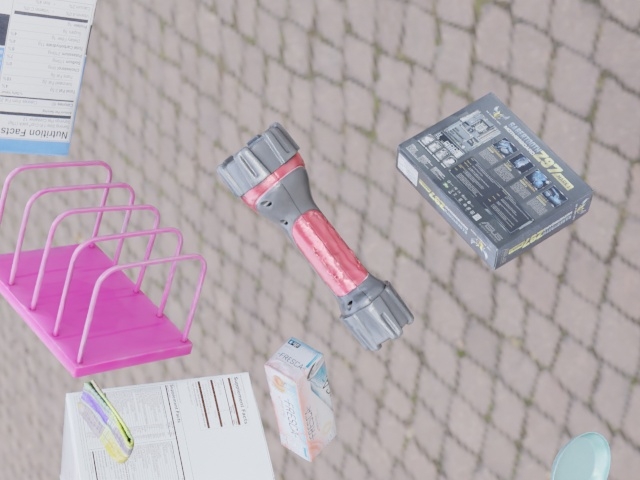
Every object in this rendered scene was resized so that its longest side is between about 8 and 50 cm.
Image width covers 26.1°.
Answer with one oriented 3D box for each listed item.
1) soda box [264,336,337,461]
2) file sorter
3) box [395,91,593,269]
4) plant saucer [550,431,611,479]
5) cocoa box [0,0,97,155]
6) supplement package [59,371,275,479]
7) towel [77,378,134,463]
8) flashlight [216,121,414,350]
[{"bbox_3d":[-0.025,0.219,1.885,0.058,0.063,0.183,27,145,29],"label":"soda box"},{"bbox_3d":[-0.328,0.029,2.016,0.290,0.202,0.182,40,124,37],"label":"file sorter"},{"bbox_3d":[0.249,-0.090,1.995,0.233,0.183,0.059,48,158,27],"label":"box"},{"bbox_3d":[0.359,0.321,1.930,0.021,0.119,0.119,20,121,50],"label":"plant saucer"},{"bbox_3d":[-0.466,-0.258,1.701,0.347,0.231,0.228,28,110,47],"label":"cocoa box"},{"bbox_3d":[-0.174,0.265,1.523,0.194,0.203,0.149,107,153,-52],"label":"supplement package"},{"bbox_3d":[-0.159,0.135,1.018,0.060,0.009,0.083,54,158,6],"label":"towel"},{"bbox_3d":[0.000,0.000,1.717,0.103,0.103,0.304,-33,97,40],"label":"flashlight"}]
